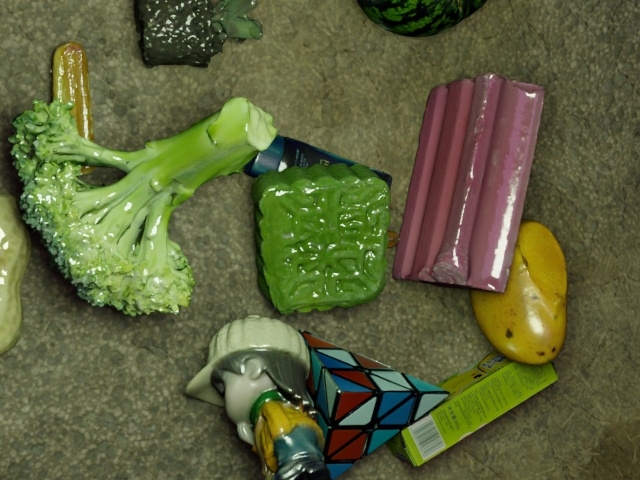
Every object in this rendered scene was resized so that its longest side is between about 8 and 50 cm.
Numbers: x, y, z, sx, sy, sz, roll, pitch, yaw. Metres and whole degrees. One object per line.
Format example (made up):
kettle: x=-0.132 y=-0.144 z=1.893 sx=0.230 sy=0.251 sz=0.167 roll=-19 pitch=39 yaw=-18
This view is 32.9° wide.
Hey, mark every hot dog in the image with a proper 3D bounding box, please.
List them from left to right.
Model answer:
hot dog: x=-0.401 y=-0.212 z=1.758 sx=0.066 sy=0.047 sz=0.216 roll=-7 pitch=92 yaw=-4

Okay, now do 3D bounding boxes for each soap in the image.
soap: x=0.250 y=-0.094 z=1.881 sx=0.128 sy=0.233 sz=0.360 roll=13 pitch=86 yaw=-20

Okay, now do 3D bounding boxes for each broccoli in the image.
broccoli: x=-0.248 y=-0.044 z=1.673 sx=0.397 sy=0.353 sz=0.275 roll=-13 pitch=53 yaw=-7

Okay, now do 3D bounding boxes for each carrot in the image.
carrot: x=0.095 y=-0.005 z=1.933 sx=0.093 sy=0.032 sz=0.032 roll=4 pitch=89 yaw=-14

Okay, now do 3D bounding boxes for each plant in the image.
plant: x=-0.203 y=-0.356 z=1.785 sx=0.203 sy=0.142 sz=0.131 roll=-15 pitch=85 yaw=-9

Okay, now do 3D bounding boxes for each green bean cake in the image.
green bean cake: x=0.000 y=0.000 z=1.819 sx=0.222 sy=0.125 sz=0.248 roll=-5 pitch=112 yaw=-14

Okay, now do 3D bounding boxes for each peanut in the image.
peanut: x=-0.515 y=0.053 z=1.681 sx=0.123 sy=0.123 sz=0.257 roll=5 pitch=88 yaw=-19

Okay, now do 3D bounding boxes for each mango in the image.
mango: x=0.352 y=0.100 z=1.913 sx=0.160 sy=0.191 sz=0.290 roll=13 pitch=46 yaw=-22

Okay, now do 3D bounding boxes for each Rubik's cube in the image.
Rubik's cube: x=0.027 y=0.281 z=1.750 sx=0.284 sy=0.234 sz=0.250 roll=27 pitch=82 yaw=12

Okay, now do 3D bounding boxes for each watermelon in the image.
watermelon: x=0.177 y=-0.483 z=1.854 sx=0.269 sy=0.269 sz=0.269 roll=0 pitch=90 yaw=-19

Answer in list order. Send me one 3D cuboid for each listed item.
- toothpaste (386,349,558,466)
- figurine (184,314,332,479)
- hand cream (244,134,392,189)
toothpaste: x=0.264 y=0.287 z=1.946 sx=0.327 sy=0.110 sz=0.077 roll=-28 pitch=97 yaw=-17
figurine: x=-0.065 y=0.263 z=1.737 sx=0.204 sy=0.332 sz=0.185 roll=-36 pitch=142 yaw=-16
hand cream: x=0.000 y=-0.107 z=1.891 sx=0.270 sy=0.061 sz=0.120 roll=22 pitch=68 yaw=-22
